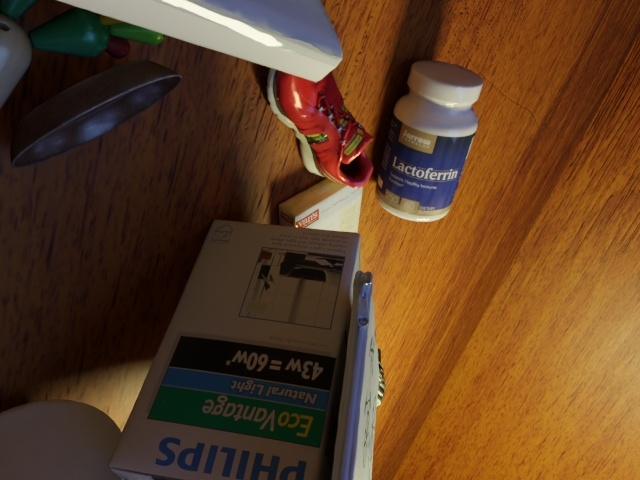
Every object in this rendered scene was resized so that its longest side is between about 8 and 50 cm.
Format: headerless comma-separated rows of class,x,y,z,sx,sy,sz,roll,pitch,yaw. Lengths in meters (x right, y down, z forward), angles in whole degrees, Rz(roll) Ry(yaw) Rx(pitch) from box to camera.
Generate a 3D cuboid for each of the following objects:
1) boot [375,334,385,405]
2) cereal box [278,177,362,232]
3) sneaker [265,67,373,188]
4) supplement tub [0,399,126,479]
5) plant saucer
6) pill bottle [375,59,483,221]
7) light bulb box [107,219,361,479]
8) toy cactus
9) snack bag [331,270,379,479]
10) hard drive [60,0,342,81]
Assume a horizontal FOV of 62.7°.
boot,0.078,0.352,1.226,0.260,0.131,0.348,81,20,-49
cereal box,0.000,0.000,0.964,0.173,0.047,0.240,-33,143,-34
sneaker,0.019,-0.171,0.751,0.107,0.118,0.279,-51,150,-9
supplement tub,-0.337,0.387,0.667,0.241,0.241,0.331,-27,140,-39
plant saucer,-0.206,-0.119,0.477,0.168,0.168,0.029,-37,107,-29
pill bottle,0.198,-0.180,0.966,0.153,0.153,0.264,-27,139,-40
light bulb box,-0.069,0.224,0.754,0.358,0.225,0.361,83,15,-48
toy cactus,-0.232,-0.182,0.387,0.219,0.112,0.180,22,93,-50
snack bag,0.038,0.254,0.626,0.342,0.037,0.323,79,18,-55
hard drive,-0.140,-0.246,0.358,0.047,0.233,0.353,-32,164,33
